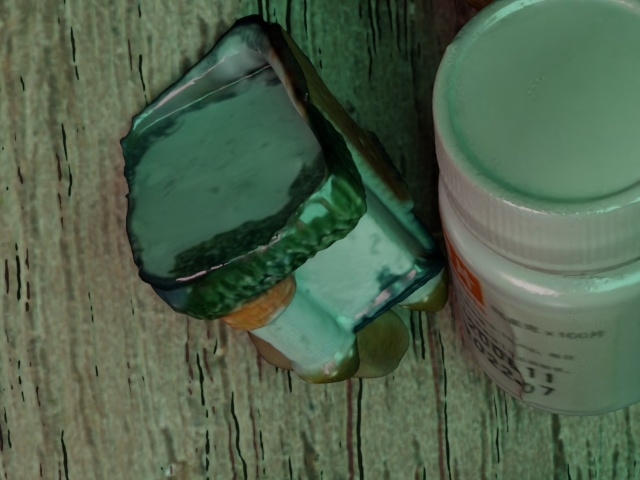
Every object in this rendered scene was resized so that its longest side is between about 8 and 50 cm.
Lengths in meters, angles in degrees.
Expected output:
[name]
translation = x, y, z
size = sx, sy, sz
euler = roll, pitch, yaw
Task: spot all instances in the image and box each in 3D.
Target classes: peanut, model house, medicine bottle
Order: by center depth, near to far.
[medicine bottle]
translation = 0.197, -0.019, 1.249
size = 0.211, 0.371, 0.211
euler = -4, 63, 8
[model house]
translation = 0.000, 0.000, 1.299
size = 0.184, 0.253, 0.291
euler = -41, 126, 12
[peanut]
translation = 0.006, 0.078, 1.375
size = 0.152, 0.076, 0.076
euler = 12, 93, -15

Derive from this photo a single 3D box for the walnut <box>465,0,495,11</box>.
[walnut]
translation = 0.195, -0.321, 1.229
size = 0.308, 0.354, 0.398
euler = -48, 130, -3
